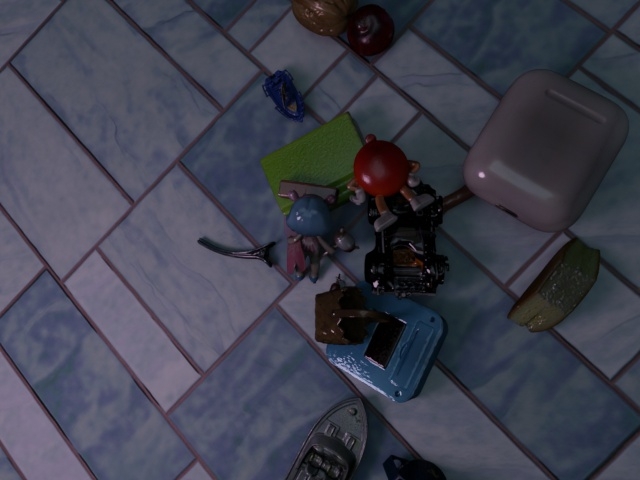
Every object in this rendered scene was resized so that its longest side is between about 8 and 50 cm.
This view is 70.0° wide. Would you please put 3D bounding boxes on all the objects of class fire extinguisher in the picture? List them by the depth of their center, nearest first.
[{"bbox_3d":[0.044,0.139,1.178,0.046,0.032,0.101,21,93,24],"label":"fire extinguisher"}]

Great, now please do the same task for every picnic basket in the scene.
[{"bbox_3d":[0.078,0.176,1.073,0.178,0.128,0.138,-13,71,43],"label":"picnic basket"}]

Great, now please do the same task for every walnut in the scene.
[{"bbox_3d":[0.005,-0.644,1.236,0.184,0.155,0.156,31,89,15],"label":"walnut"}]

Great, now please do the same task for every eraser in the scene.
[{"bbox_3d":[0.004,-0.180,1.200,0.273,0.092,0.210,-25,82,8],"label":"eraser"}]

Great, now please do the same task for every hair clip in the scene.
[{"bbox_3d":[-0.236,0.026,1.245,0.229,0.039,0.070,6,85,13],"label":"hair clip"}]

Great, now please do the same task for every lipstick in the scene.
[{"bbox_3d":[-0.029,-0.119,1.136,0.145,0.045,0.045,10,92,12],"label":"lipstick"}]

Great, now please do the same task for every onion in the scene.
[{"bbox_3d":[0.131,-0.558,1.214,0.131,0.131,0.131,-1,82,11],"label":"onion"}]

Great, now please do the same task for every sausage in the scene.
[{"bbox_3d":[0.355,-0.111,1.151,0.157,0.036,0.042,-32,70,6],"label":"sausage"}]

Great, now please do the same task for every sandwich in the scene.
[{"bbox_3d":[0.552,0.105,1.058,0.094,0.096,0.258,37,93,8],"label":"sandwich"}]

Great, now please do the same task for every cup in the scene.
[{"bbox_3d":[0.212,0.568,1.023,0.176,0.155,0.131,42,91,12],"label":"cup"}]

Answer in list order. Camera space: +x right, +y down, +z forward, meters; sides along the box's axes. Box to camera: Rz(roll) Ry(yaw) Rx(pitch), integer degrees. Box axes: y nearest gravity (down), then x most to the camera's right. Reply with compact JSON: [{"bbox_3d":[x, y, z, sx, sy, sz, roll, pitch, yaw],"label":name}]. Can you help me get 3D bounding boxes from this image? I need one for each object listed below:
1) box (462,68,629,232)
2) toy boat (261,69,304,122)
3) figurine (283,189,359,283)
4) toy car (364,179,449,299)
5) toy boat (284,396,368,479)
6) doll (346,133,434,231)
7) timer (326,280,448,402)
[{"bbox_3d":[0.520,-0.211,1.065,0.288,0.141,0.349,32,83,11],"label":"box"},{"bbox_3d":[-0.098,-0.394,1.240,0.091,0.110,0.175,-32,79,5],"label":"toy boat"},{"bbox_3d":[-0.009,0.006,1.117,0.205,0.103,0.260,12,126,10],"label":"figurine"},{"bbox_3d":[0.209,-0.009,1.107,0.192,0.118,0.302,-1,67,13],"label":"toy car"},{"bbox_3d":[0.021,0.520,1.099,0.141,0.092,0.320,27,87,11],"label":"toy boat"},{"bbox_3d":[0.147,-0.146,1.081,0.183,0.085,0.217,-28,79,-3],"label":"doll"},{"bbox_3d":[0.162,0.245,1.134,0.249,0.091,0.232,25,88,25],"label":"timer"}]
